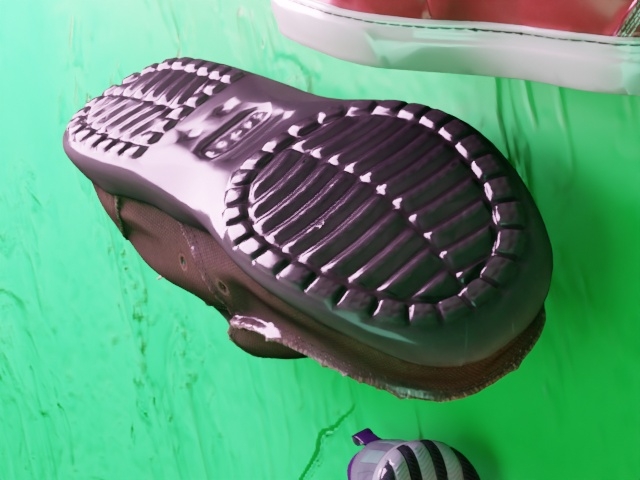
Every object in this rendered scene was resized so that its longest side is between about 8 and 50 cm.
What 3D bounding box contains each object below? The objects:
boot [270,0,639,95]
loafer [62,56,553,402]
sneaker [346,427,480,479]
[{"bbox_3d":[0.075,-0.164,0.821,0.244,0.088,0.176,9,108,41],"label":"boot"},{"bbox_3d":[0.000,0.000,0.950,0.366,0.134,0.130,31,151,53],"label":"loafer"},{"bbox_3d":[0.057,0.212,0.979,0.098,0.083,0.224,-169,74,-71],"label":"sneaker"}]
